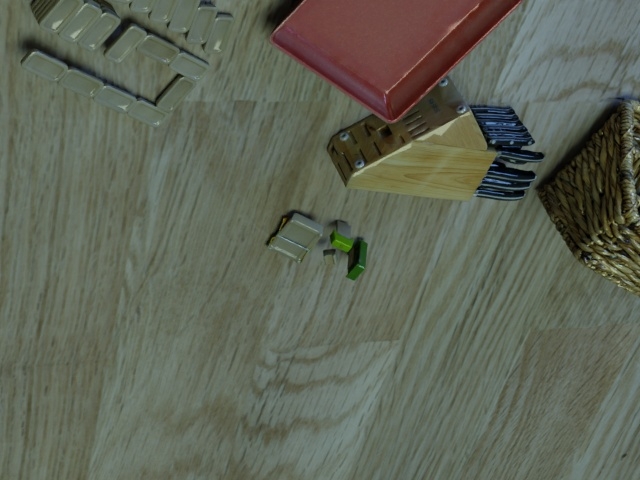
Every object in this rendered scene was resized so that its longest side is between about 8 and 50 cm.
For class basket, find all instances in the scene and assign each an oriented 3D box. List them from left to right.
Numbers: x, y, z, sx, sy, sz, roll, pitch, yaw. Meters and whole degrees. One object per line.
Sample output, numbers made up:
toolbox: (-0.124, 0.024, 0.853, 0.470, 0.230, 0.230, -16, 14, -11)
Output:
basket: (0.532, -0.046, 2.067, 0.299, 0.213, 0.223, 20, 123, -37)

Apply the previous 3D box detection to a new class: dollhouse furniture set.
dollhouse furniture set: (0.000, 0.000, 2.017, 0.152, 0.058, 0.076, 25, 128, -18)

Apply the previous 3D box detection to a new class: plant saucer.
plant saucer: (0.097, -0.303, 1.743, 0.258, 0.047, 0.259, -43, 135, 19)

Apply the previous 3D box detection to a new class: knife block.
knife block: (0.179, -0.109, 1.940, 0.276, 0.088, 0.242, -28, 137, 4)

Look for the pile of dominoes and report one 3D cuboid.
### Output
pile of dominoes: (-0.238, -0.257, 1.664, 0.196, 0.040, 0.251, -44, 142, 19)
